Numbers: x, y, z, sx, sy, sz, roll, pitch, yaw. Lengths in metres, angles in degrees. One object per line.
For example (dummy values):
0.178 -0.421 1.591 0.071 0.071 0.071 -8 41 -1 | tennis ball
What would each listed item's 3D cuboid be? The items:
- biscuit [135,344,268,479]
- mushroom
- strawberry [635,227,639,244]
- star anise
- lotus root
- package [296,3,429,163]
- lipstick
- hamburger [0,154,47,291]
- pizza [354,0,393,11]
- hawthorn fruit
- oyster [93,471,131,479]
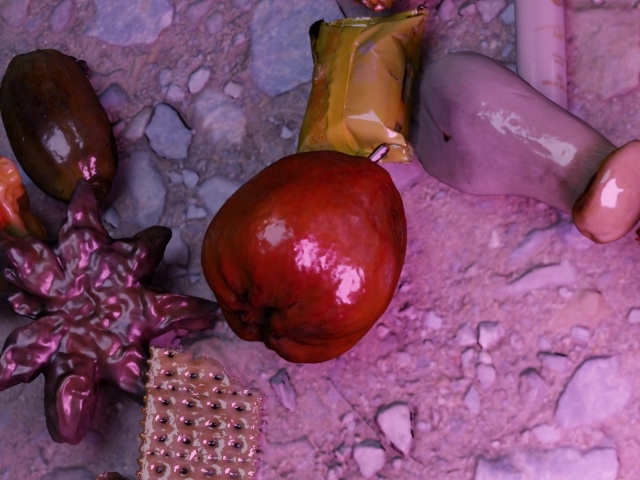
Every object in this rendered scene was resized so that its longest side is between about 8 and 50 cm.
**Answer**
-0.134 0.222 1.848 0.144 0.016 0.203 5 71 0 | biscuit
0.221 -0.090 1.732 0.122 0.159 0.329 -37 42 -18 | mushroom
0.431 0.036 1.571 0.234 0.234 0.178 -15 85 22 | strawberry
-0.287 0.083 1.930 0.315 0.108 0.315 1 82 -6 | star anise
-0.334 -0.147 2.097 0.124 0.123 0.241 -41 52 17 | lotus root
0.045 -0.172 1.920 0.168 0.090 0.226 -5 61 30 | package
0.248 -0.248 1.863 0.059 0.059 0.264 -9 64 25 | lipstick
-0.440 -0.036 2.056 0.237 0.237 0.149 28 60 35 | hamburger
0.090 -0.333 1.960 0.292 0.058 0.197 -10 37 23 | pizza
0.000 0.000 1.804 0.224 0.224 0.261 18 61 33 | hawthorn fruit
-0.285 0.371 1.853 0.271 0.100 0.275 -41 49 -12 | oyster
